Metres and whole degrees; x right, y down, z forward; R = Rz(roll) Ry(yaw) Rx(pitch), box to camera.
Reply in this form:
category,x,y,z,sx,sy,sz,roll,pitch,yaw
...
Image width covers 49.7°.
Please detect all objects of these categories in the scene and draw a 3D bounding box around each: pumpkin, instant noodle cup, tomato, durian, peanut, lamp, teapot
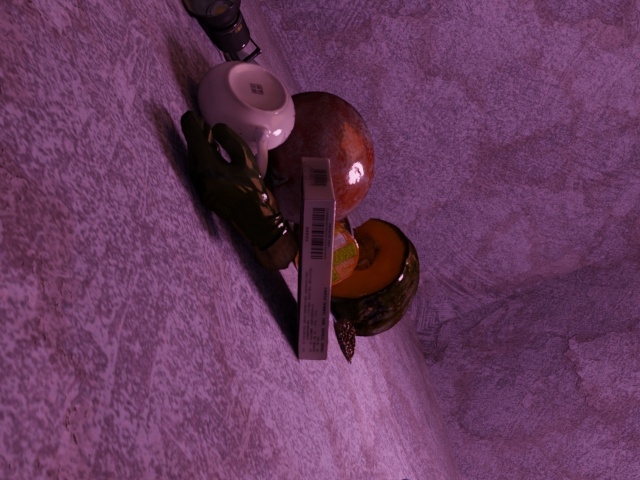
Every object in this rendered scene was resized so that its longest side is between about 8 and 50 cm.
category,x,y,z,sx,sy,sz,roll,pitch,yaw
pumpkin,0.149,0.112,1.973,0.256,0.303,0.225,45,-12,35
instant noodle cup,0.000,0.000,1.766,0.168,0.168,0.185,62,3,-29
tomato,-0.022,-0.189,1.630,0.317,0.283,0.316,173,-90,-73
durian,0.063,0.267,1.854,0.066,0.052,0.130,126,-46,-54
peanut,-0.106,-0.020,1.318,0.103,0.098,0.229,-97,164,-50
lamp,-0.252,-0.571,1.773,0.172,0.147,0.227,46,-7,18
teapot,-0.156,-0.256,1.432,0.208,0.166,0.299,11,63,-40

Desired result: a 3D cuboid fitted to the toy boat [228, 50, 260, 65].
category,x,y,z,sx,sy,sz,roll,pitch,yaw
toy boat,-0.169,-0.417,1.977,0.319,0.092,0.141,54,15,-28

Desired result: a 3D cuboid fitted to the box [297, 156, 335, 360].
category,x,y,z,sx,sy,sz,roll,pitch,yaw
box,-0.013,0.035,1.385,0.214,0.069,0.353,-95,-172,-63

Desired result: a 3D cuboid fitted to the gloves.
category,x,y,z,sx,sy,sz,roll,pitch,yaw
gloves,-0.156,-0.103,1.172,0.268,0.135,0.107,56,35,0

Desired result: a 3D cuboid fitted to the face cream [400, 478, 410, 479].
category,x,y,z,sx,sy,sz,roll,pitch,yaw
face cream,0.247,0.726,1.657,0.139,0.067,0.285,12,56,-80

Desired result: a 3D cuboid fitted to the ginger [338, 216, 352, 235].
category,x,y,z,sx,sy,sz,roll,pitch,yaw
ginger,0.010,-0.079,2.075,0.270,0.123,0.219,65,12,9
